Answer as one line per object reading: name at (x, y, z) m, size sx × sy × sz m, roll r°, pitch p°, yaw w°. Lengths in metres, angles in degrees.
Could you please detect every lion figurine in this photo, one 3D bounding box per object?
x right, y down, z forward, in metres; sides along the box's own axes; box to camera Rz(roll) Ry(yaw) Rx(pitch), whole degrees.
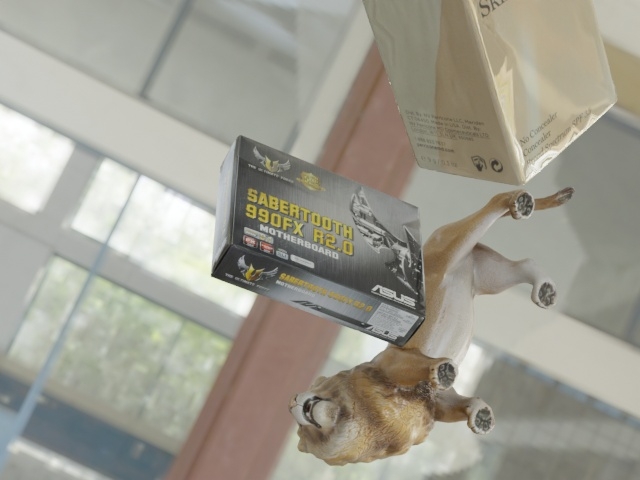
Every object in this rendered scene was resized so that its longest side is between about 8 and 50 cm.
lion figurine at (0.131, 0.096, 1.851) m, size 0.142 × 0.392 × 0.240 m, roll 44°, pitch -22°, yaw -23°

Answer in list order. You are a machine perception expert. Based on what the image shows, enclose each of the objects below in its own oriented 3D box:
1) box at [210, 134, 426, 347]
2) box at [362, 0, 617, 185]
box at (0.000, 0.000, 1.738) m, size 0.231 × 0.056 × 0.183 m, roll 22°, pitch 39°, yaw -17°
box at (0.119, -0.215, 1.291) m, size 0.121 × 0.148 × 0.311 m, roll 14°, pitch -44°, yaw 46°
